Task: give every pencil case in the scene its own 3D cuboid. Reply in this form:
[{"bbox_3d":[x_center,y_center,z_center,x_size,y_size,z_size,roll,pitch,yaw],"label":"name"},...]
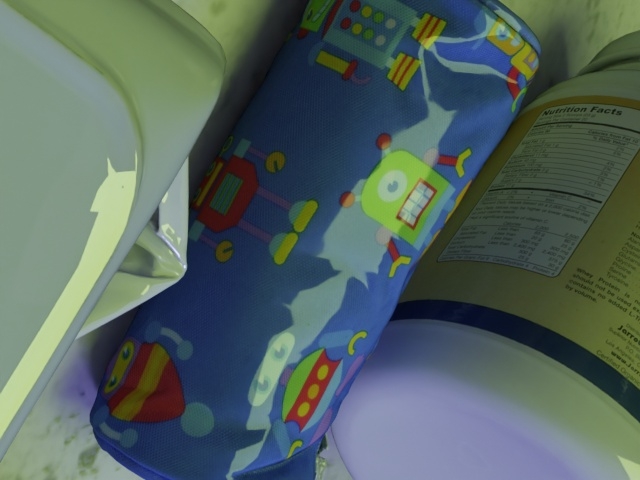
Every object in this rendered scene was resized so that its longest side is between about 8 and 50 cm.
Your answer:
[{"bbox_3d":[0.000,0.000,0.891,0.133,0.119,0.306,28,90,-29],"label":"pencil case"}]

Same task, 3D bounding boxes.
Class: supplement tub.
[{"bbox_3d":[0.173,0.042,1.041,0.316,0.228,0.228,-52,147,-32],"label":"supplement tub"}]

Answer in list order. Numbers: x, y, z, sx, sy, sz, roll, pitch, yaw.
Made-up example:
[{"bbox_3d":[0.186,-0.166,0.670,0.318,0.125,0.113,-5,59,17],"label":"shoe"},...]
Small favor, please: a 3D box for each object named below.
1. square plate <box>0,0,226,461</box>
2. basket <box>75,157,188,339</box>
[{"bbox_3d":[-0.198,0.015,0.526,0.344,0.049,0.347,-59,141,-4],"label":"square plate"},{"bbox_3d":[-0.146,-0.017,0.699,0.167,0.103,0.113,-29,134,-39],"label":"basket"}]
